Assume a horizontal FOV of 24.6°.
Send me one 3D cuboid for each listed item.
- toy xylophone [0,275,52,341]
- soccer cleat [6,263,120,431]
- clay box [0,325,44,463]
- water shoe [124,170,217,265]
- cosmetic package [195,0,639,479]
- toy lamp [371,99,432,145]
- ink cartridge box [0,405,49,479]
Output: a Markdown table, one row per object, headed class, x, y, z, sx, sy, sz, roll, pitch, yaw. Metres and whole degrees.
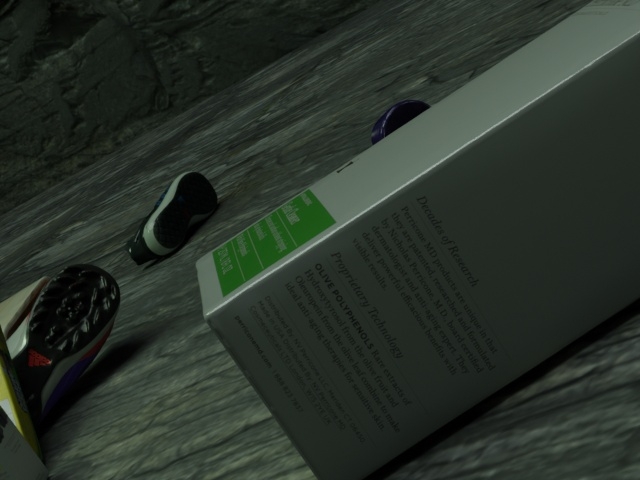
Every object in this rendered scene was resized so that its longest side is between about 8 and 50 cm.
| class | x | y | z | sx | sy | sz | roll | pitch | yaw |
| --- | --- | --- | --- | --- | --- | --- | --- | --- | --- |
| toy xylophone | -0.421 | 0.150 | 1.864 | 0.236 | 0.081 | 0.322 | -29 | 13 | 19 |
| soccer cleat | -0.327 | 0.164 | 1.586 | 0.318 | 0.108 | 0.116 | -53 | -10 | -33 |
| clay box | -0.367 | 0.154 | 1.468 | 0.127 | 0.053 | 0.222 | -27 | 51 | 0 |
| water shoe | -0.217 | -0.035 | 2.095 | 0.080 | 0.073 | 0.203 | -28 | 12 | 30 |
| cosmetic package | 0.110 | -0.009 | 0.990 | 0.365 | 0.155 | 0.197 | -35 | 11 | -1 |
| toy lamp | 0.128 | -0.115 | 1.527 | 0.080 | 0.080 | 0.275 | -37 | 13 | -19 |
| ink cartridge box | -0.344 | 0.177 | 1.333 | 0.104 | 0.181 | 0.061 | -31 | 13 | 12 |
